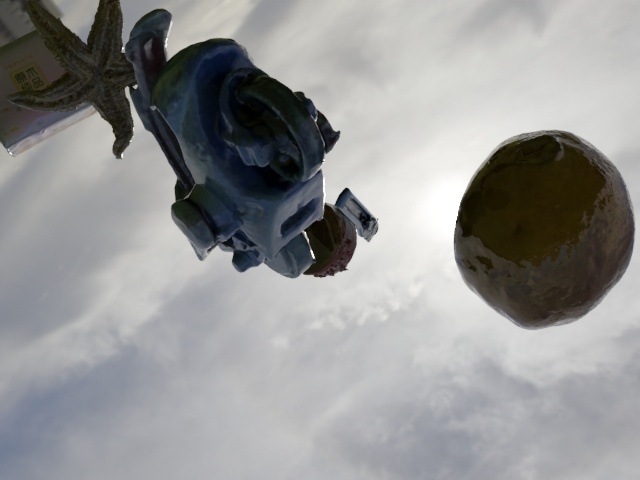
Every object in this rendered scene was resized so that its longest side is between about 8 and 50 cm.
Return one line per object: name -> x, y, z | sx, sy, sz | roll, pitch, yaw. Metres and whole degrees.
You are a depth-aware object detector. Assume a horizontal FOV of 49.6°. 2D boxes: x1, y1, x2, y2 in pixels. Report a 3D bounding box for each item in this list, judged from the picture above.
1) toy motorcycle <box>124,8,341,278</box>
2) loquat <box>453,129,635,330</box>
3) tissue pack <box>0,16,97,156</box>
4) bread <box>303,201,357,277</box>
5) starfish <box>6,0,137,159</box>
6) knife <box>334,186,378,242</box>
toy motorcycle -> -0.104, -0.079, 0.695 | 0.241, 0.319, 0.182 | 18, -118, 5
loquat -> 0.231, -0.006, 0.720 | 0.187, 0.234, 0.176 | -35, -137, -26
tissue pack -> -0.570, -0.304, 1.395 | 0.225, 0.185, 0.124 | -31, -174, -11
bread -> 0.000, 0.000, 1.442 | 0.160, 0.073, 0.160 | -5, -99, 35
starfish -> -0.328, -0.245, 0.997 | 0.235, 0.277, 0.062 | -8, -154, -24
knife -> 0.061, -0.034, 1.072 | 0.026, 0.296, 0.044 | 39, -88, 15
